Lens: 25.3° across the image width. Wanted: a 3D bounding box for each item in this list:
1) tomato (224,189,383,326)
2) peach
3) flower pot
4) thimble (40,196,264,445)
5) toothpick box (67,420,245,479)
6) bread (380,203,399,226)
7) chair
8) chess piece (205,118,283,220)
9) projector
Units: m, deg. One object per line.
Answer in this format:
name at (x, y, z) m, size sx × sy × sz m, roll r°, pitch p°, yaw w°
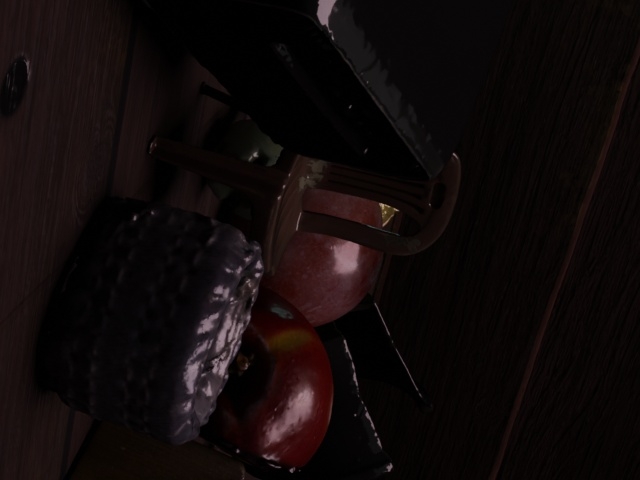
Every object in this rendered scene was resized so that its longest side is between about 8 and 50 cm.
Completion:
tomato at (-0.020, 0.001, 2.069) m, size 0.270 × 0.227 × 0.270 m, roll 20°, pitch 90°, yaw -80°
peach at (-0.090, 0.161, 1.831) m, size 0.361 × 0.257 × 0.201 m, roll 35°, pitch 78°, yaw -79°
flower pot at (-0.005, 0.231, 2.503) m, size 0.379 × 0.379 × 0.251 m, roll -59°, pitch 144°, yaw -56°
thimble at (-0.172, 0.079, 1.469) m, size 0.205 × 0.172 × 0.236 m, roll 14°, pitch 96°, yaw -84°
toothpick box at (-0.223, 0.381, 1.770) m, size 0.308 × 0.190 × 0.187 m, roll 105°, pitch 7°, yaw -55°
bread at (0.040, -0.149, 2.363) m, size 0.160 × 0.147 × 0.261 m, roll -59°, pitch 136°, yaw -28°
chair at (-0.019, -0.047, 1.640) m, size 0.183 × 0.326 × 0.176 m, roll -63°, pitch 166°, yaw -48°
chess piece at (-0.030, -0.165, 1.877) m, size 0.299 × 0.194 × 0.195 m, roll -55°, pitch 163°, yaw -34°
projector at (0.033, -0.318, 1.423) m, size 0.395 × 0.242 × 0.405 m, roll 45°, pitch 62°, yaw -60°
